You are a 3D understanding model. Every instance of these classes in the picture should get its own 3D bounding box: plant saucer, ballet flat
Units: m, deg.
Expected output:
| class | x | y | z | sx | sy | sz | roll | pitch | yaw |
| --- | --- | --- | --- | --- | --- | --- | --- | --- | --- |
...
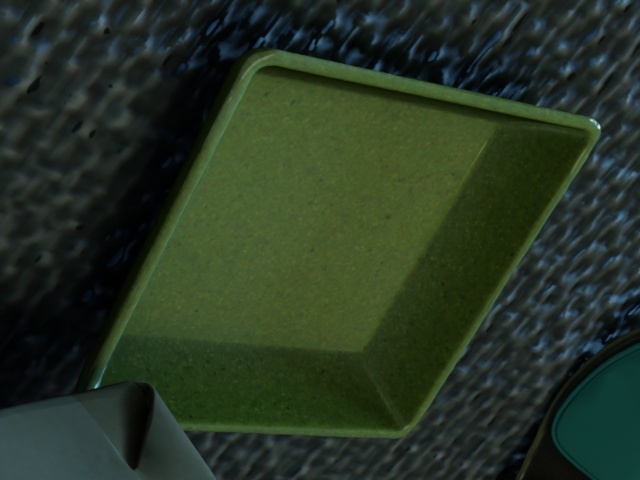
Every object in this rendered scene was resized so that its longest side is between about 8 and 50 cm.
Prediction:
| class | x | y | z | sx | sy | sz | roll | pitch | yaw |
| --- | --- | --- | --- | --- | --- | --- | --- | --- | --- |
| plant saucer | 0.000 | 0.000 | 0.682 | 0.188 | 0.045 | 0.188 | 7 | 124 | -37 |
| ballet flat | 0.152 | 0.128 | 0.892 | 0.232 | 0.080 | 0.073 | -54 | 163 | 23 |

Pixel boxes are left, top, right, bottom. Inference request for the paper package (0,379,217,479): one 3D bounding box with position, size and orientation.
| class | x | y | z | sx | sy | sz | roll | pitch | yaw |
| --- | --- | --- | --- | --- | --- | --- | --- | --- | --- |
| paper package | -0.131 | 0.265 | 0.594 | 0.325 | 0.309 | 0.168 | -47 | 159 | 25 |
